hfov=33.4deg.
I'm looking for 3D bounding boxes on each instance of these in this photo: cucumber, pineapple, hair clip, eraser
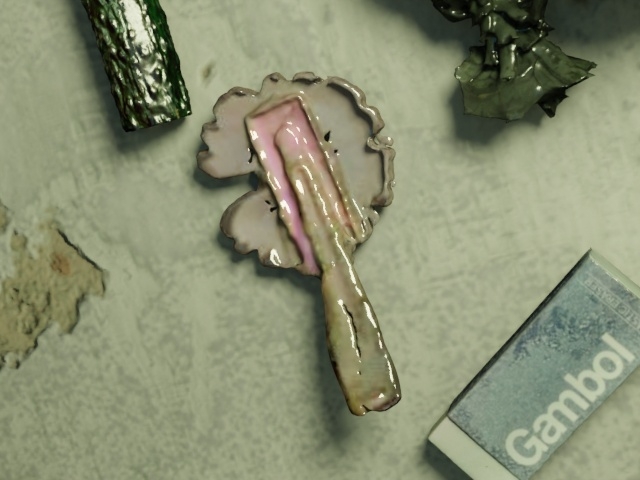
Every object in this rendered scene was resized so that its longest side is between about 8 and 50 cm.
[{"bbox_3d":[-0.184,-0.239,0.932,0.067,0.067,0.294,-17,92,14],"label":"cucumber"},{"bbox_3d":[0.126,-0.200,0.849,0.111,0.119,0.237,-37,92,-30],"label":"pineapple"},{"bbox_3d":[0.003,0.002,0.913,0.173,0.069,0.300,-21,82,13],"label":"hair clip"},{"bbox_3d":[0.191,0.116,0.895,0.092,0.046,0.212,40,103,5],"label":"eraser"}]
